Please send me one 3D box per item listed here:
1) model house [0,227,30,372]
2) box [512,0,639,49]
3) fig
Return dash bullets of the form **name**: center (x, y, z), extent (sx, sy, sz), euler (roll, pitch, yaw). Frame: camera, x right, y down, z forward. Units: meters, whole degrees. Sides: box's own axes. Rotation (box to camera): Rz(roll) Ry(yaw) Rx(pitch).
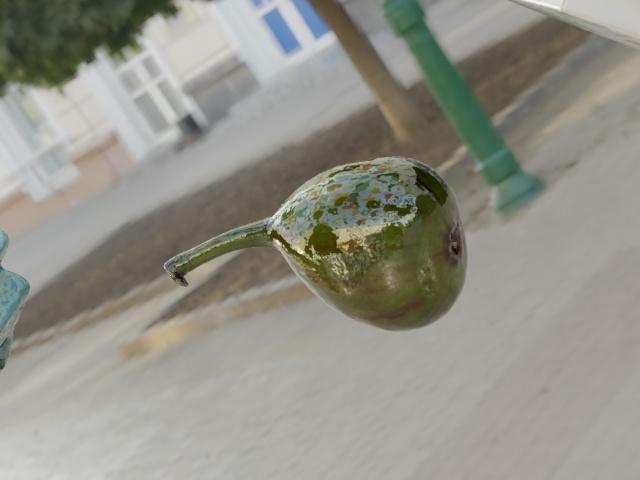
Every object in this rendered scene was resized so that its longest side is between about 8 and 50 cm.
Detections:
- **model house**: center (-0.394, 0.084, 1.106), extent (0.230, 0.280, 0.249), euler (-57, 7, 45)
- **box**: center (0.312, -0.230, 1.375), extent (0.203, 0.274, 0.116), euler (-139, 66, -70)
- **fig**: center (0.000, 0.000, 1.319), extent (0.259, 0.151, 0.151), euler (1, 24, 24)
